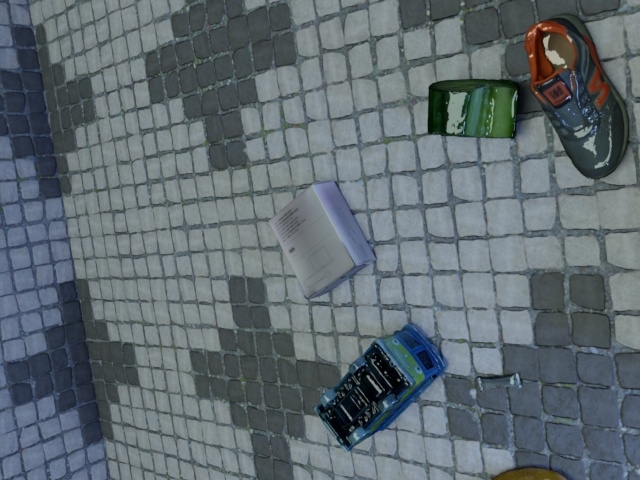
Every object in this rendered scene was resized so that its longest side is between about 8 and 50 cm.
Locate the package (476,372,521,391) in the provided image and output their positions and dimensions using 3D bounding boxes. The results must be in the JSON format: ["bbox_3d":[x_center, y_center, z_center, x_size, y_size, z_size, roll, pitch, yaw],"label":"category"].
[{"bbox_3d":[0.413,0.329,1.600,0.110,0.015,0.037,-17,88,43],"label":"package"}]

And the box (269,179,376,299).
[{"bbox_3d":[0.000,0.000,1.829,0.203,0.106,0.252,-38,75,40],"label":"box"}]

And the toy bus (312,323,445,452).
[{"bbox_3d":[0.143,0.369,1.725,0.152,0.190,0.312,50,127,22],"label":"toy bus"}]

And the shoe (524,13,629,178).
[{"bbox_3d":[0.476,-0.278,1.317,0.132,0.171,0.337,-21,84,41],"label":"shoe"}]

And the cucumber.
[{"bbox_3d":[0.310,-0.279,1.460,0.191,0.191,0.130,8,103,40],"label":"cucumber"}]

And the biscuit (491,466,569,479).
[{"bbox_3d":[0.461,0.611,1.600,0.154,0.045,0.299,52,126,20],"label":"biscuit"}]
